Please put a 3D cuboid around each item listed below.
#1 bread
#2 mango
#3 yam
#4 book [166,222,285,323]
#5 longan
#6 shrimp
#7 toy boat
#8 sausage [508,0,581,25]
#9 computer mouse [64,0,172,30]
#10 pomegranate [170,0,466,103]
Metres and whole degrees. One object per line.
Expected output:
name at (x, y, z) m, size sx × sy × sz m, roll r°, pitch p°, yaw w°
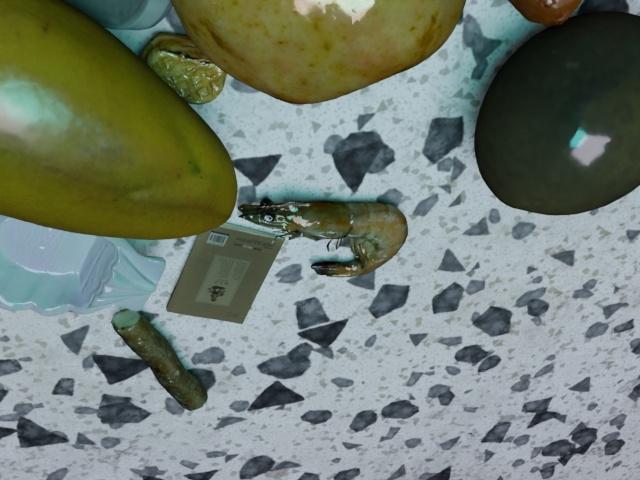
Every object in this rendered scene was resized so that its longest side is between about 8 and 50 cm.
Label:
bread at (-0.173, -0.215, 0.882) m, size 0.110 × 0.044 × 0.083 m, roll 9°, pitch 128°, yaw -24°
mango at (-0.294, -0.128, 0.776) m, size 0.445 × 0.232 × 0.300 m, roll 24°, pitch 159°, yaw -32°
yam at (-0.273, 0.209, 1.206) m, size 0.061 × 0.061 × 0.253 m, roll -22°, pitch 131°, yaw 5°
book at (-0.156, 0.055, 1.133) m, size 0.138 × 0.016 × 0.199 m, roll 14°, pitch 125°, yaw -24°
longan at (0.344, -0.166, 0.937) m, size 0.300 × 0.300 × 0.243 m, roll -29°, pitch 89°, yaw 10°
shrimp at (0.000, 0.000, 1.105) m, size 0.296 × 0.058 × 0.169 m, roll 4°, pitch 130°, yaw -23°
toy boat at (-0.372, 0.014, 0.988) m, size 0.290 × 0.100 × 0.199 m, roll 21°, pitch 122°, yaw -28°
sausage at (0.235, -0.362, 0.807) m, size 0.133 × 0.133 × 0.258 m, roll -37°, pitch 126°, yaw 17°
computer mouse at (-0.266, -0.314, 0.757) m, size 0.230 × 0.079 × 0.128 m, roll 27°, pitch 120°, yaw -13°
pomegranate at (-0.013, -0.307, 0.677) m, size 0.342 × 0.342 × 0.342 m, roll -7°, pitch 131°, yaw -8°
